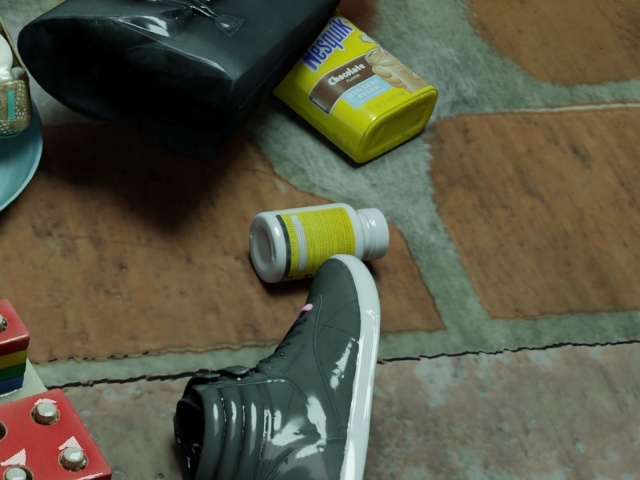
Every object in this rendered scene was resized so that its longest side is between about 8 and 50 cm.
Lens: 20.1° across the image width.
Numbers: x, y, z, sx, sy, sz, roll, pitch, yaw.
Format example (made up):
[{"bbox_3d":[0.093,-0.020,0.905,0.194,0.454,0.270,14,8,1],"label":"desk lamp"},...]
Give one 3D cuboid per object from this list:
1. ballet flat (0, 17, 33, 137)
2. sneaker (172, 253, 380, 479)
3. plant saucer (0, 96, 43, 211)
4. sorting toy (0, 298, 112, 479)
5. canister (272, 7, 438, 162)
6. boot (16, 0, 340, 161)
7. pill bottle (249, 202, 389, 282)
[{"bbox_3d":[-0.308,-0.181,1.654,0.073,0.067,0.206,-12,48,-27],"label":"ballet flat"},{"bbox_3d":[-0.038,0.108,1.459,0.147,0.104,0.296,15,45,-10],"label":"sneaker"},{"bbox_3d":[-0.408,-0.092,1.607,0.317,0.044,0.317,9,42,-8],"label":"plant saucer"},{"bbox_3d":[-0.302,0.153,1.336,0.255,0.089,0.257,-14,50,-30],"label":"sorting toy"},{"bbox_3d":[0.018,-0.162,1.801,0.170,0.073,0.126,40,47,23],"label":"canister"},{"bbox_3d":[-0.154,-0.260,1.736,0.367,0.146,0.445,12,40,21],"label":"boot"},{"bbox_3d":[0.000,0.000,1.622,0.116,0.065,0.065,-8,47,-25],"label":"pill bottle"}]
